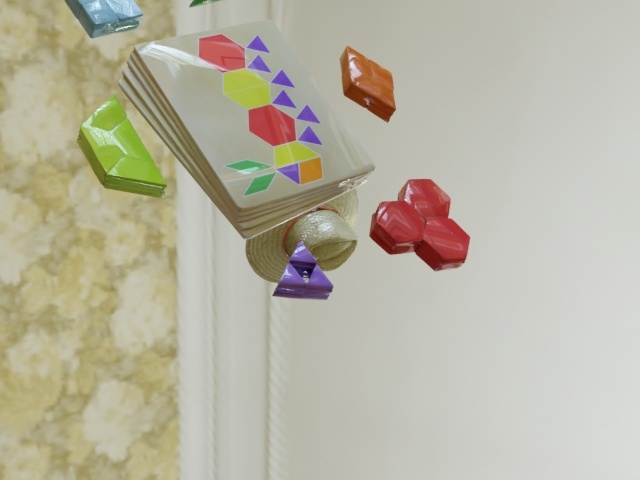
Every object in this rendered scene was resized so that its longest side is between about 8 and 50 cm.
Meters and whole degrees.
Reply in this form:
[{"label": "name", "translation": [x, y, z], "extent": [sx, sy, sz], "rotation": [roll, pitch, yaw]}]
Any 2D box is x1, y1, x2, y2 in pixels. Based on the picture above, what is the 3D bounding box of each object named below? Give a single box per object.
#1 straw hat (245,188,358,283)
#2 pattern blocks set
[{"label": "straw hat", "translation": [0.000, 0.000, 1.154], "extent": [0.061, 0.145, 0.144], "rotation": [36, -62, 43]}, {"label": "pattern blocks set", "translation": [-0.052, -0.091, 0.891], "extent": [0.324, 0.286, 0.026], "rotation": [63, -35, 25]}]
